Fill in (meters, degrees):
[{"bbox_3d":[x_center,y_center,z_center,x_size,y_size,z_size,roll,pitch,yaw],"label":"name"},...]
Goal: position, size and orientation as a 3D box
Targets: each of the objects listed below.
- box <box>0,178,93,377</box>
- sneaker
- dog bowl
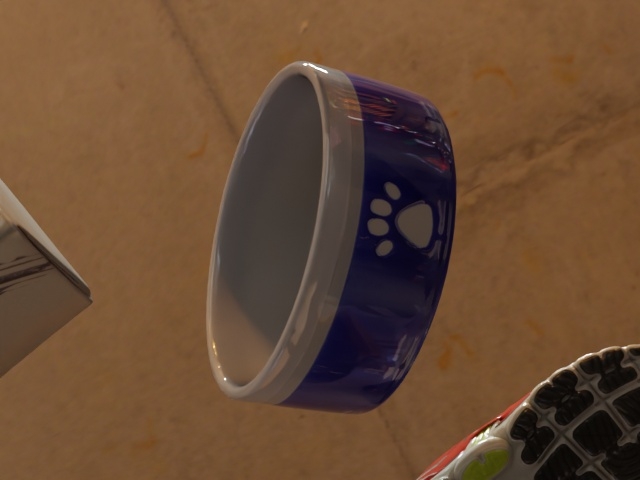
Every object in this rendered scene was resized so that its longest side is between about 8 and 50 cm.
[{"bbox_3d":[-0.258,0.066,0.590,0.275,0.094,0.113,-42,-119,-7],"label":"box"},{"bbox_3d":[0.161,0.167,0.971,0.279,0.118,0.107,-32,-85,-1],"label":"sneaker"},{"bbox_3d":[0.000,0.000,0.950,0.104,0.265,0.265,11,-107,-20],"label":"dog bowl"}]
